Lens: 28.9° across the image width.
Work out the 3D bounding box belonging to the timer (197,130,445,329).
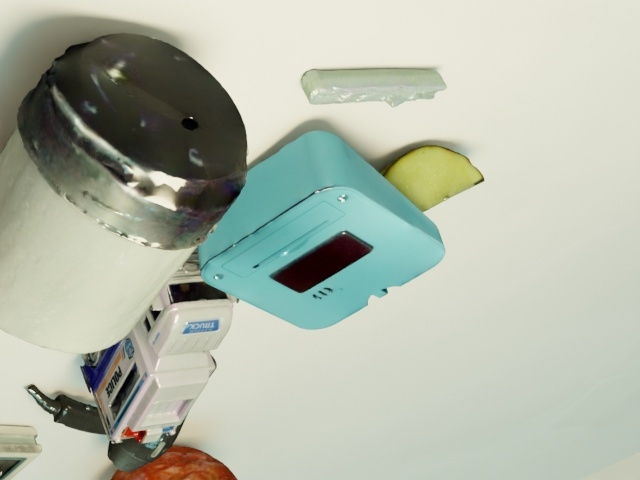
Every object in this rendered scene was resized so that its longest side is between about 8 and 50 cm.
[{"bbox_3d":[0.000,0.000,1.519,0.232,0.091,0.250,-32,138,24],"label":"timer"}]

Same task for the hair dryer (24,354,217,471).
[{"bbox_3d":[-0.295,0.233,1.771,0.272,0.091,0.235,15,123,-45],"label":"hair dryer"}]

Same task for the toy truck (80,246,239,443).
[{"bbox_3d":[-0.203,0.131,1.585,0.124,0.155,0.268,-4,145,-33],"label":"toy truck"}]

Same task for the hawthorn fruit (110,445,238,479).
[{"bbox_3d":[-0.266,0.440,1.987,0.272,0.242,0.242,9,138,-30],"label":"hawthorn fruit"}]

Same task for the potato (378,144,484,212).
[{"bbox_3d":[0.115,-0.070,1.613,0.149,0.081,0.120,-27,-179,-24],"label":"potato"}]

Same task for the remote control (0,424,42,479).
[{"bbox_3d":[-0.528,0.299,1.715,0.103,0.055,0.277,-41,148,27],"label":"remote control"}]

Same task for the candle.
[{"bbox_3d":[-0.234,-0.023,1.230,0.221,0.221,0.342,6,136,-43],"label":"candle"}]

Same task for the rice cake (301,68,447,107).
[{"bbox_3d":[0.063,-0.172,1.405,0.180,0.042,0.030,-6,148,-30],"label":"rice cake"}]
